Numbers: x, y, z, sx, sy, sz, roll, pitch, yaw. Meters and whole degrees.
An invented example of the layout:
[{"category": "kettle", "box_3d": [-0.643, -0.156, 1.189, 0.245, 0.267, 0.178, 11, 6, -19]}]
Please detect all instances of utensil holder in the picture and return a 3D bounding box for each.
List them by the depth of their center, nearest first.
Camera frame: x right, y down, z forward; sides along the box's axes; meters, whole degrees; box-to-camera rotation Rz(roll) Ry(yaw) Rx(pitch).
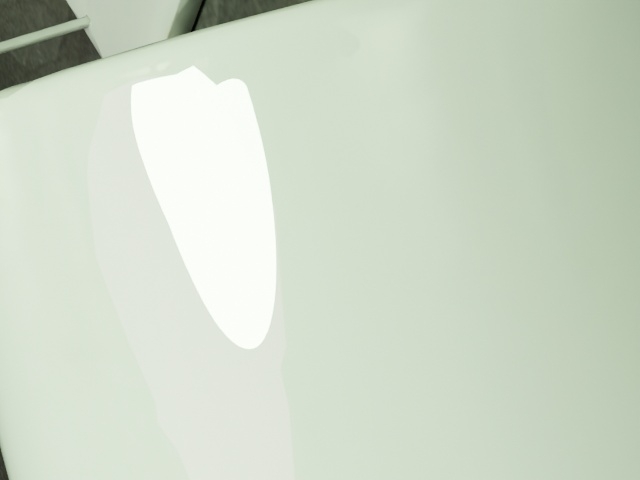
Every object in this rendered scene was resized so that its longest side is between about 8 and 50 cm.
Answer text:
[{"category": "utensil holder", "box_3d": [0.067, 0.106, 0.502, 0.327, 0.327, 0.386, -3, 103, 58]}]

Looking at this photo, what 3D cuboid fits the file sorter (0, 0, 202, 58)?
[{"category": "file sorter", "box_3d": [-0.211, -0.218, 0.884, 0.278, 0.173, 0.193, 57, 148, 18]}]
